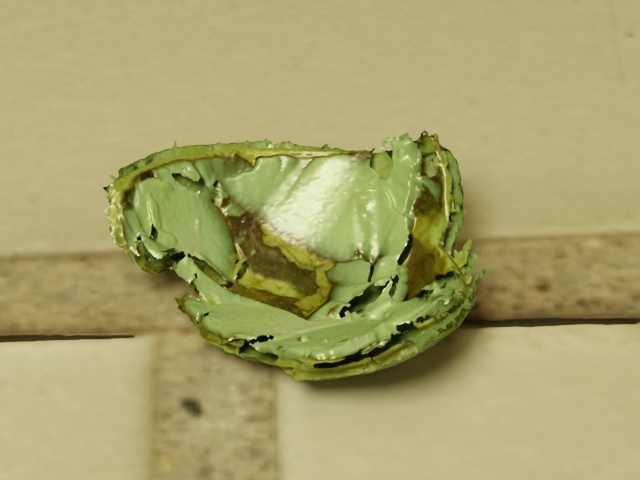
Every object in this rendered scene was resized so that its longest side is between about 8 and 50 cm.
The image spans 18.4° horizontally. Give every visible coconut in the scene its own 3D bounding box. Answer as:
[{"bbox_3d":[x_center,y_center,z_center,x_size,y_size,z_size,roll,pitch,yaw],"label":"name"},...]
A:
[{"bbox_3d":[0.000,0.005,0.822,0.133,0.055,0.158,-32,53,-28],"label":"coconut"}]
